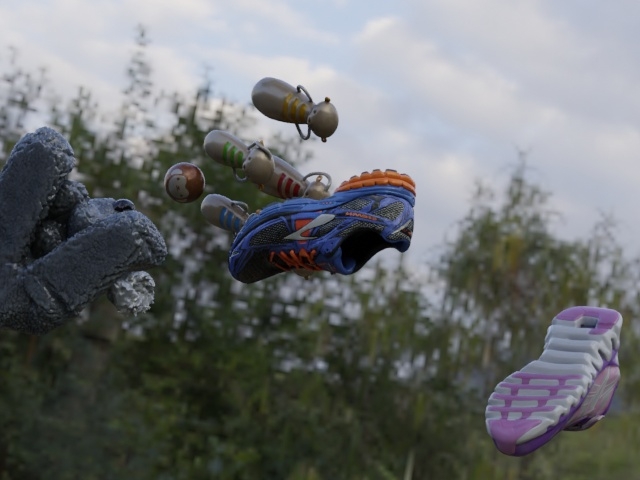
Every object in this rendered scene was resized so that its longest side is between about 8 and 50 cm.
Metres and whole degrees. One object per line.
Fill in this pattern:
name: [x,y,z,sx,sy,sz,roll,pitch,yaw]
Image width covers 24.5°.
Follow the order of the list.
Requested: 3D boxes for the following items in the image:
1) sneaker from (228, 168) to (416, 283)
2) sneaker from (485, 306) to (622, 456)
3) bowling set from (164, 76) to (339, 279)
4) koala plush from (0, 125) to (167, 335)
sneaker: [0.000,0.000,1.533,0.221,0.087,0.083,-23,-33,22]
sneaker: [0.262,0.169,1.579,0.095,0.105,0.236,5,32,36]
bowling set: [-0.091,-0.059,1.957,0.200,0.287,0.154,-22,34,-35]
koala plush: [-0.274,0.008,1.630,0.196,0.203,0.221,44,8,9]
